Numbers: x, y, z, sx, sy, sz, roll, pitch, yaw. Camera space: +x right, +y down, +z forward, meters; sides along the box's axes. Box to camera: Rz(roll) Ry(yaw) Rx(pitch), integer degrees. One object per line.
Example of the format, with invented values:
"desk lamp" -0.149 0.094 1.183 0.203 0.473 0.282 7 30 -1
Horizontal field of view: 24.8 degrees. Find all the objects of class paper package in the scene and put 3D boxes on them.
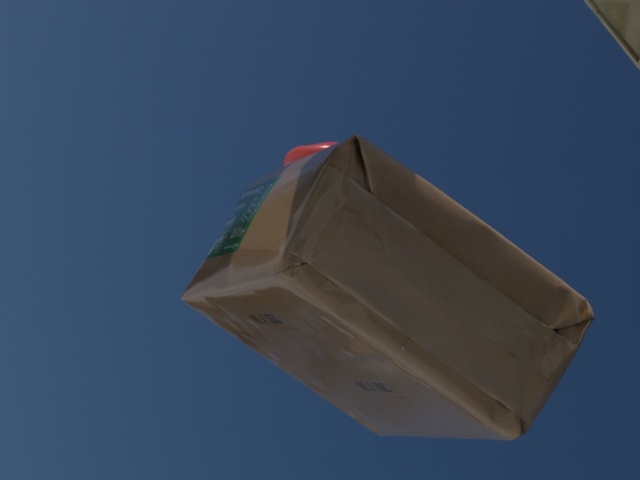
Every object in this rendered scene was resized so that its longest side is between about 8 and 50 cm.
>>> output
"paper package" 0.055 0.059 1.493 0.309 0.168 0.325 36 -17 -14

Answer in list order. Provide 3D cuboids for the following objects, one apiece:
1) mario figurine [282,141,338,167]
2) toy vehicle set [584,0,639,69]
"mario figurine" 0.000 0.000 1.940 0.198 0.320 0.170 3 -47 32
"toy vehicle set" 0.332 -0.348 1.722 0.267 0.035 0.166 56 -14 16
